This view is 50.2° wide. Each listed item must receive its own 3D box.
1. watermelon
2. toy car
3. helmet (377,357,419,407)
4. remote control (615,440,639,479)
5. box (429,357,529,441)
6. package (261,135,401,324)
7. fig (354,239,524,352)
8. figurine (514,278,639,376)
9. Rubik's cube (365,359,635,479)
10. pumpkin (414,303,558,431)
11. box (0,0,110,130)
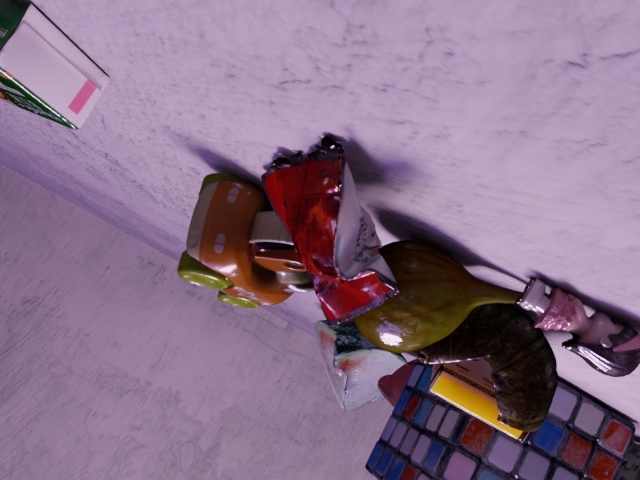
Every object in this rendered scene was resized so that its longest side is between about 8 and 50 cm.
[{"bbox_3d":[0.062,0.307,1.704,0.289,0.214,0.319,21,179,41],"label":"watermelon"},{"bbox_3d":[-0.056,0.013,0.939,0.235,0.145,0.235,12,163,4],"label":"toy car"},{"bbox_3d":[0.265,0.320,1.441,0.253,0.154,0.198,43,-162,33],"label":"helmet"},{"bbox_3d":[0.549,0.410,1.185,0.296,0.140,0.056,13,124,51],"label":"remote control"},{"bbox_3d":[0.217,0.166,0.925,0.129,0.033,0.247,28,-160,3],"label":"box"},{"bbox_3d":[0.000,0.000,0.700,0.269,0.071,0.194,-14,91,68],"label":"package"},{"bbox_3d":[0.149,0.066,0.732,0.236,0.124,0.124,5,161,19],"label":"fig"},{"bbox_3d":[0.252,0.088,0.670,0.129,0.054,0.072,29,173,9],"label":"figurine"},{"bbox_3d":[0.291,0.358,1.171,0.291,0.287,0.293,29,170,-7],"label":"Rubik's cube"},{"bbox_3d":[0.203,0.127,0.808,0.183,0.108,0.119,33,-154,19],"label":"pumpkin"},{"bbox_3d":[-0.358,-0.212,0.773,0.199,0.081,0.135,25,168,30],"label":"box"}]
